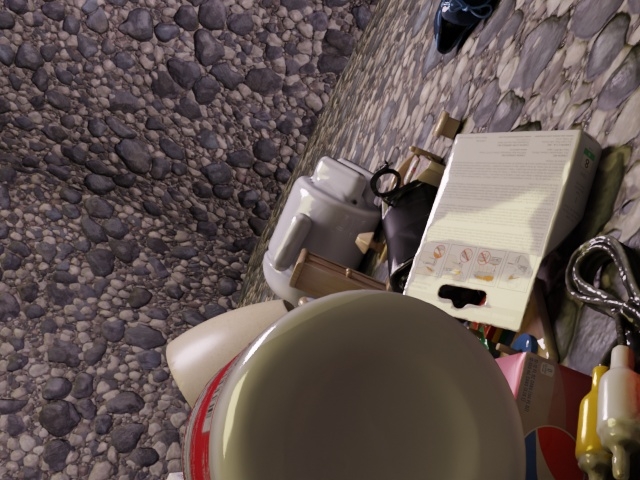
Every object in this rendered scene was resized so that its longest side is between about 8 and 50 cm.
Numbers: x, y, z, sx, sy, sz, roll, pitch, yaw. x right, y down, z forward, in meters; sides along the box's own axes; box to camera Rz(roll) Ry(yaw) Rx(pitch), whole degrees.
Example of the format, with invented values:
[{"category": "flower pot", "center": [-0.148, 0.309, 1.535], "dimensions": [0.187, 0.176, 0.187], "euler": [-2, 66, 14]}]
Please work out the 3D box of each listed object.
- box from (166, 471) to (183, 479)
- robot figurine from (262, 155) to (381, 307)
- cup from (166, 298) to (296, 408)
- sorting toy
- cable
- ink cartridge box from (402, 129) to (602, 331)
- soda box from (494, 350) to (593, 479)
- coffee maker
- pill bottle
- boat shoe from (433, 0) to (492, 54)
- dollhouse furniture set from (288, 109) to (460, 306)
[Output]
[{"category": "box", "center": [-0.166, 0.463, 1.431], "dimensions": [0.324, 0.067, 0.063], "euler": [21, -85, -58]}, {"category": "robot figurine", "center": [0.000, 0.000, 1.663], "dimensions": [0.300, 0.199, 0.354], "euler": [-2, -60, -57]}, {"category": "cup", "center": [-0.111, 0.256, 1.562], "dimensions": [0.237, 0.331, 0.331], "euler": [-41, 13, 3]}, {"category": "sorting toy", "center": [0.195, 0.114, 0.855], "dimensions": [0.275, 0.046, 0.132], "euler": [-82, 17, -54]}, {"category": "cable", "center": [0.245, 0.064, 0.616], "dimensions": [0.139, 0.072, 0.287], "euler": [-55, 16, 36]}, {"category": "ink cartridge box", "center": [0.199, -0.013, 0.873], "dimensions": [0.181, 0.056, 0.225], "euler": [8, 78, 52]}, {"category": "soda box", "center": [0.163, 0.233, 0.651], "dimensions": [0.083, 0.092, 0.263], "euler": [138, 151, -67]}, {"category": "coffee maker", "center": [0.132, 0.007, 1.039], "dimensions": [0.120, 0.171, 0.178], "euler": [-55, 16, 25]}, {"category": "pill bottle", "center": [-0.006, 0.194, 0.712], "dimensions": [0.408, 0.228, 0.229], "euler": [132, 157, -69]}, {"category": "boat shoe", "center": [0.275, -0.436, 1.450], "dimensions": [0.258, 0.108, 0.089], "euler": [89, -170, -72]}, {"category": "dollhouse furniture set", "center": [0.093, -0.060, 1.260], "dimensions": [0.303, 0.173, 0.356], "euler": [-79, 11, -78]}]
